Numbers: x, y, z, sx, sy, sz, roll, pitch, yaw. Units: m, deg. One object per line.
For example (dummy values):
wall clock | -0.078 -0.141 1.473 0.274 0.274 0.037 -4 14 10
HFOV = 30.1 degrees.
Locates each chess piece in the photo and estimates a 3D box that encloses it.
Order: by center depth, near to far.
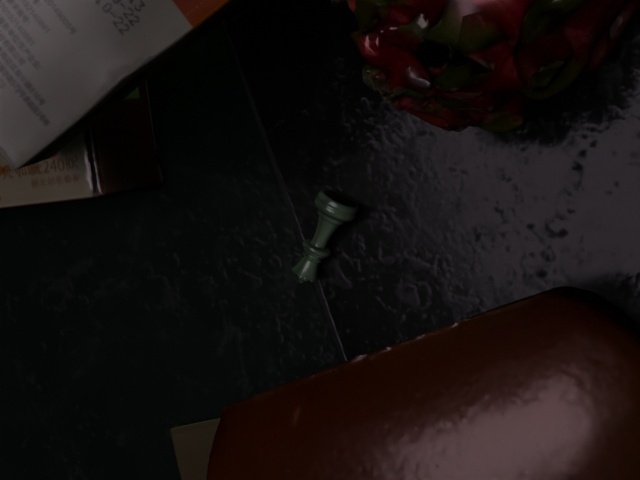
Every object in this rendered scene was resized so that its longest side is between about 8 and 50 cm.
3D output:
chess piece | 0.000 0.000 1.133 0.042 0.042 0.093 31 109 19

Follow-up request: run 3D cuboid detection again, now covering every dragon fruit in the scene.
dragon fruit | 0.141 -0.237 0.965 0.237 0.231 0.303 19 96 23

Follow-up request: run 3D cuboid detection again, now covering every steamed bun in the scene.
steamed bun | 0.115 0.197 0.980 0.379 0.235 0.248 -21 83 17

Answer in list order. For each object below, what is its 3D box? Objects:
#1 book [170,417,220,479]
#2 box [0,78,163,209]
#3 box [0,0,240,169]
book | -0.046 0.232 1.166 0.198 0.016 0.138 -14 86 21
box | -0.376 -0.198 1.219 0.385 0.122 0.345 -6 95 22
box | -0.152 -0.221 0.990 0.341 0.225 0.143 -40 99 -1
